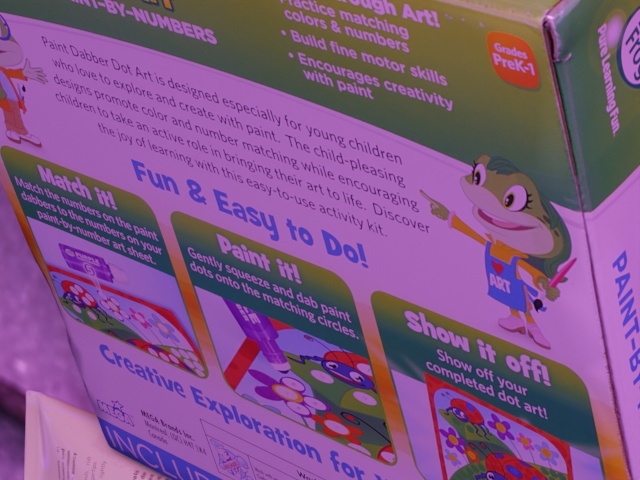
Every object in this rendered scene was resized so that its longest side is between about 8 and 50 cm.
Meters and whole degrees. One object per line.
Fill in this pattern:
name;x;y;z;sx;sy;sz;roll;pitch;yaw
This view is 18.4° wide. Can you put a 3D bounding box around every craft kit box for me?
craft kit box;0.000;0.000;0.568;0.250;0.061;0.246;21;143;39

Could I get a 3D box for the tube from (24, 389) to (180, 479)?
tube;-0.014;0.114;0.691;0.240;0.062;0.070;7;57;32
